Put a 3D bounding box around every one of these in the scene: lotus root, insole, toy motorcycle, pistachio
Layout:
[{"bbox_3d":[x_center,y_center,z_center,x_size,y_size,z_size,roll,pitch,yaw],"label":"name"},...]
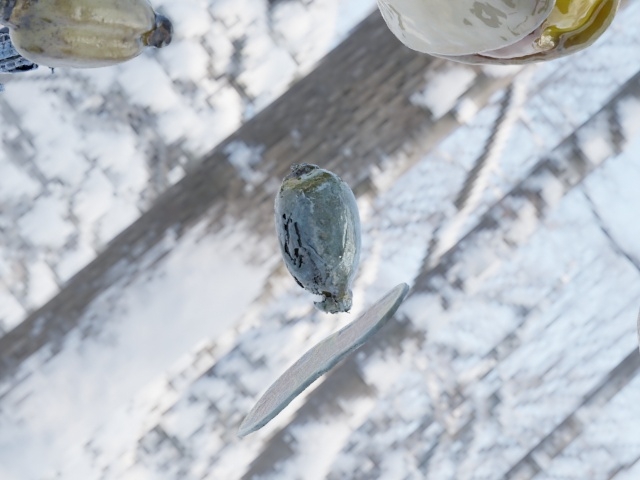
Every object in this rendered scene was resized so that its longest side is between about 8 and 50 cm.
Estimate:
[{"bbox_3d":[-0.175,-0.157,1.146,0.072,0.152,0.063,-50,-130,32],"label":"lotus root"},{"bbox_3d":[-0.002,0.080,1.054,0.006,0.065,0.193,40,-44,-7],"label":"insole"},{"bbox_3d":[-0.367,-0.235,1.970,0.254,0.135,0.092,10,-63,70],"label":"toy motorcycle"},{"bbox_3d":[0.170,-0.293,1.689,0.309,0.230,0.230,28,-27,43],"label":"pistachio"},{"bbox_3d":[0.000,0.000,1.641,0.088,0.088,0.165,8,-69,66],"label":"lotus root"}]

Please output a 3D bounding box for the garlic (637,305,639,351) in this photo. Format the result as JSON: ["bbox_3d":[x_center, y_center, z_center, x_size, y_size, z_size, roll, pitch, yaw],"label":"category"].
[{"bbox_3d":[0.335,0.093,1.431,0.087,0.101,0.196,-86,156,-54],"label":"garlic"}]
